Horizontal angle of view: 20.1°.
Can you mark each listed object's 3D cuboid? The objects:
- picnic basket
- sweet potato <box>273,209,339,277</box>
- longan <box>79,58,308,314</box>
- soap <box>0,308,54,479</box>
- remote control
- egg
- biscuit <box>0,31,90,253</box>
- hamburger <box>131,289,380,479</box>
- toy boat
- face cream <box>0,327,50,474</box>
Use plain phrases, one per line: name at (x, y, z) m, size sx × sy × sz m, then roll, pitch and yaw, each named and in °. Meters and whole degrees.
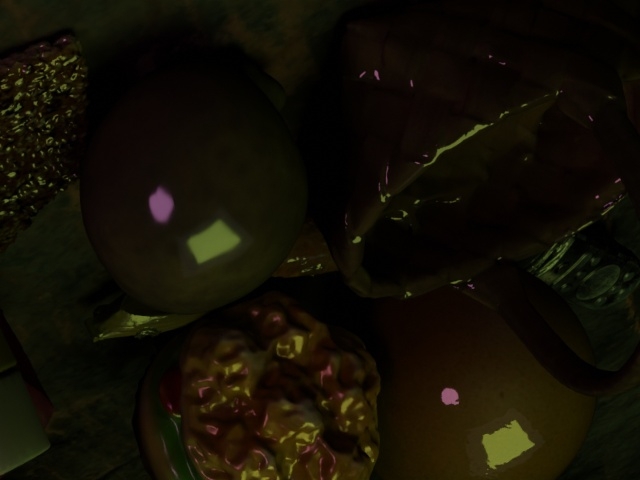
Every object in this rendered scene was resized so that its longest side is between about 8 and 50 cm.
picnic basket at (0.177, -0.025, 1.415) m, size 0.337 × 0.337 × 0.293 m, roll -18°, pitch 154°, yaw -23°
sweet potato at (0.000, 0.000, 1.571) m, size 0.314 × 0.072 × 0.066 m, roll -16°, pitch 168°, yaw -32°
longan at (-0.083, -0.048, 1.287) m, size 0.204 × 0.159 × 0.185 m, roll -58°, pitch 159°, yaw -34°
soap at (-0.377, 0.165, 1.414) m, size 0.325 × 0.127 × 0.220 m, roll -27°, pitch 154°, yaw -2°
remote control at (0.256, 0.015, 1.913) m, size 0.090 × 0.066 × 0.266 m, roll -49°, pitch 147°, yaw 15°
egg at (0.141, 0.143, 1.783) m, size 0.250 × 0.250 × 0.322 m, roll -25°, pitch 176°, yaw -10°
biscuit at (-0.223, -0.052, 1.270) m, size 0.131 × 0.026 × 0.237 m, roll -20°, pitch 154°, yaw -16°
hamburger at (-0.041, 0.157, 1.618) m, size 0.237 × 0.237 × 0.149 m, roll -10°, pitch 168°, yaw -37°
toy boat at (-0.135, 0.057, 1.560) m, size 0.149 × 0.047 × 0.049 m, roll -17°, pitch 158°, yaw -36°
face cream at (-0.314, 0.100, 1.197) m, size 0.218 × 0.179 × 0.218 m, roll -24°, pitch 180°, yaw 0°
